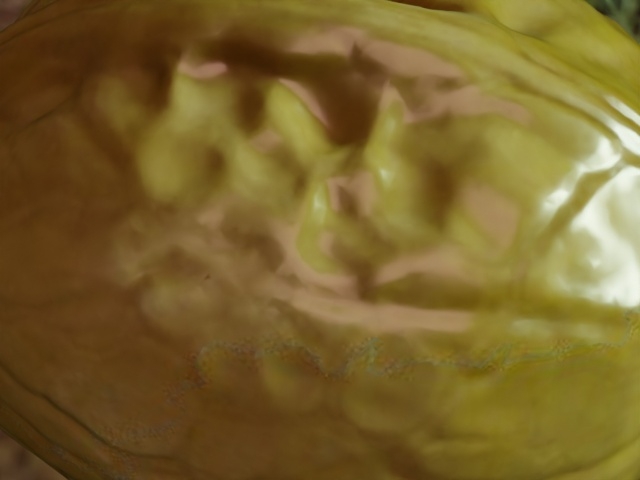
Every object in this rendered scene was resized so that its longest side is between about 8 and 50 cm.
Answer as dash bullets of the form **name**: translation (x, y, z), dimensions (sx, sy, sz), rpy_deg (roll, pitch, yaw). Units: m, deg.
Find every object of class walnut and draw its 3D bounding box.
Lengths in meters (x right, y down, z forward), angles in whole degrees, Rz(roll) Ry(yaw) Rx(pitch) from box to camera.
- **walnut**: translation (0.000, 0.000, 0.439), dimensions (0.207, 0.159, 0.159), rpy_deg (13, 82, 7)
